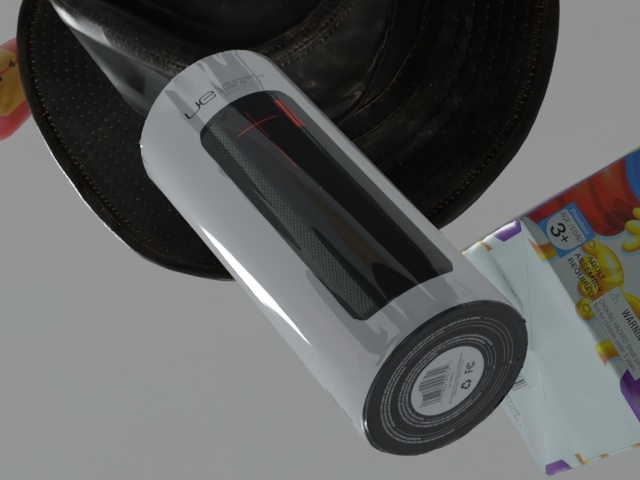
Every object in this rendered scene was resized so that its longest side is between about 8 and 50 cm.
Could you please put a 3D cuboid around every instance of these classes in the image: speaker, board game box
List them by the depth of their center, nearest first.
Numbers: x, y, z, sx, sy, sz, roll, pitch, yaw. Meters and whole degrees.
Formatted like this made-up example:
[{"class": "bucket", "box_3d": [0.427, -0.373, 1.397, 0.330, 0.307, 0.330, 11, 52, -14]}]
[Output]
[{"class": "speaker", "box_3d": [0.000, 0.000, 0.522, 0.055, 0.055, 0.136, -28, -133, -15]}, {"class": "board game box", "box_3d": [0.228, 0.002, 1.058, 0.275, 0.142, 0.144, -30, -94, -24]}]

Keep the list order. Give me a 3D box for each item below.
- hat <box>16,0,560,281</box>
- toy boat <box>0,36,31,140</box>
[{"class": "hat", "box_3d": [-0.049, -0.129, 0.937, 0.331, 0.134, 0.331, -3, -96, 26]}, {"class": "toy boat", "box_3d": [-0.333, -0.096, 1.267, 0.318, 0.267, 0.148, 4, -143, 37]}]
